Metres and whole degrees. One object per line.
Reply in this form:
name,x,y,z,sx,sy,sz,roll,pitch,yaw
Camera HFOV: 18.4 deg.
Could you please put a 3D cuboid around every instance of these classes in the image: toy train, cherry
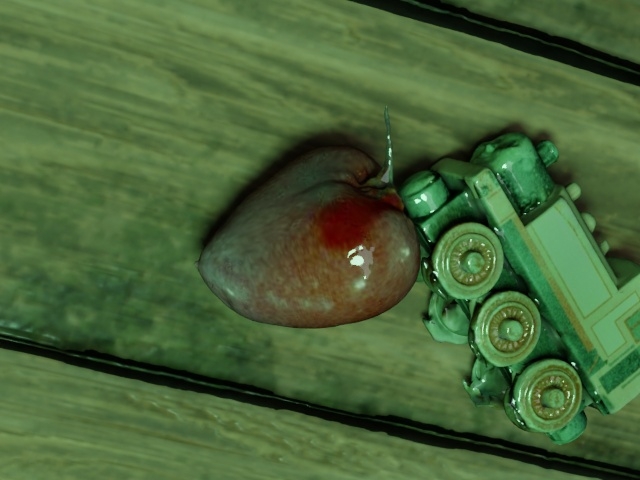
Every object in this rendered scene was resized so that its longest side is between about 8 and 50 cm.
toy train,0.123,0.025,1.172,0.125,0.081,0.194,-38,112,-15
cherry,0.001,-0.001,1.112,0.126,0.106,0.087,-17,137,28
